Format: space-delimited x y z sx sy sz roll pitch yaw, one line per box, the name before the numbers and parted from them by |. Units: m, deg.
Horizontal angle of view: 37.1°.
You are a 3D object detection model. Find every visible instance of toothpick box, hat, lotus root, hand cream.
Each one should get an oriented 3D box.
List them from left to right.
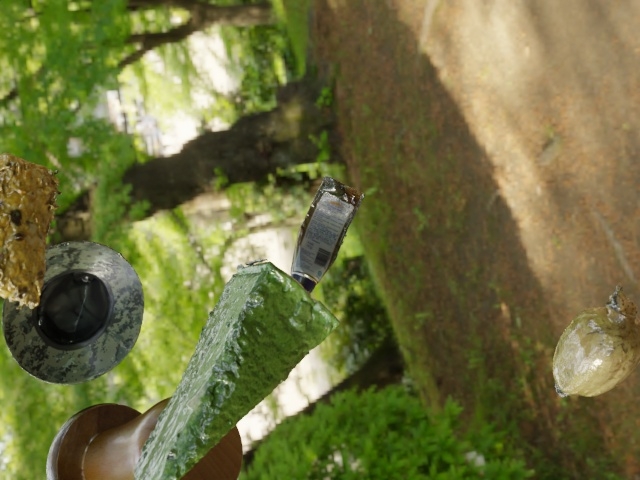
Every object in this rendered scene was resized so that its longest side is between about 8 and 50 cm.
hat | -0.450 0.124 1.738 0.128 0.265 0.265 -162 66 -72
toothpick box | -0.246 0.308 1.326 0.294 0.192 0.192 -21 74 43
hand cream | 0.000 0.000 1.252 0.163 0.062 0.039 -66 6 -9
lotus root | 0.536 0.213 1.826 0.140 0.154 0.257 -115 34 -41

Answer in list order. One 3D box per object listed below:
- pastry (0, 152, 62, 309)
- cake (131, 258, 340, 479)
pastry | -0.294 -0.009 0.915 0.056 0.080 0.140 -16 61 47
cake | -0.079 0.144 0.886 0.235 0.099 0.100 -63 19 -17
